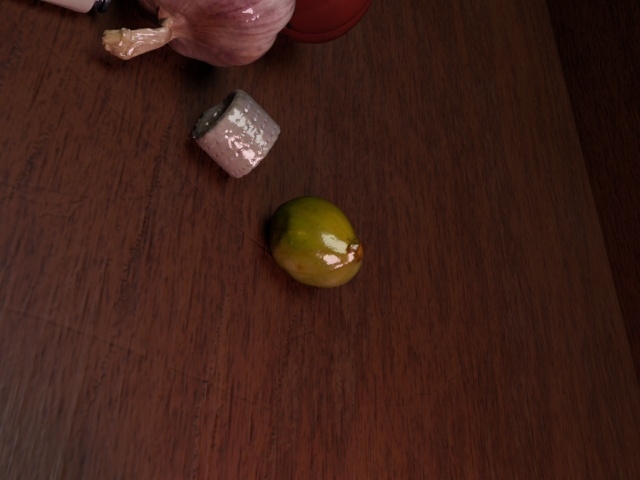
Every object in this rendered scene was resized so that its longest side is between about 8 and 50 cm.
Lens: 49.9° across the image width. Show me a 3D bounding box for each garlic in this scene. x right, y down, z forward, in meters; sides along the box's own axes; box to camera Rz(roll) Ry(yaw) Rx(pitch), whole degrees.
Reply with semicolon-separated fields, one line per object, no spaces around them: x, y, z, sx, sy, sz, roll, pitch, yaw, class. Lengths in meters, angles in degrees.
-0.189;-0.324;0.940;0.253;0.245;0.245;-47;108;-26;garlic

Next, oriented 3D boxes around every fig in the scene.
-0.008;0.004;1.023;0.153;0.121;0.136;38;43;6;fig

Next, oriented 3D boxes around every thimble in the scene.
-0.122;-0.156;0.994;0.090;0.102;0.115;43;12;-24;thimble

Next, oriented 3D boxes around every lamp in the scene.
-0.043;-0.473;1.143;0.303;0.257;0.303;47;-1;1;lamp

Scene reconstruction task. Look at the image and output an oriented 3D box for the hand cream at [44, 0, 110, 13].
-0.375;-0.333;0.848;0.233;0.050;0.080;4;71;-43;hand cream
